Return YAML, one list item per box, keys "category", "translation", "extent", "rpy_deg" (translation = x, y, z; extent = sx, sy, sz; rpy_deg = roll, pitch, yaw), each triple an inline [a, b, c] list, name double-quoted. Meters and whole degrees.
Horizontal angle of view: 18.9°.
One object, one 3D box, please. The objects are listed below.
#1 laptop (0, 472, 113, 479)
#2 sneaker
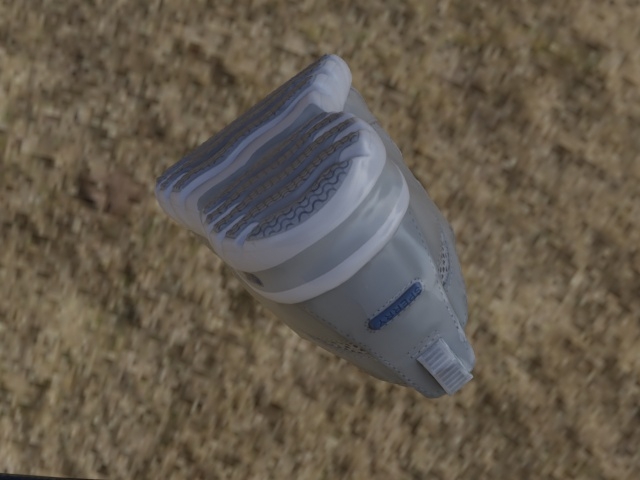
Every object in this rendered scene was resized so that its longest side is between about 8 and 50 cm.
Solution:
- category: "laptop"
  translation: [-0.063, 0.175, 0.391]
  extent: [0.136, 0.234, 0.264]
  rpy_deg: [-22, 44, -18]
- category: "sneaker"
  translation: [0.000, 0.000, 0.841]
  extent: [0.105, 0.281, 0.115]
  rpy_deg: [-35, 105, 5]
